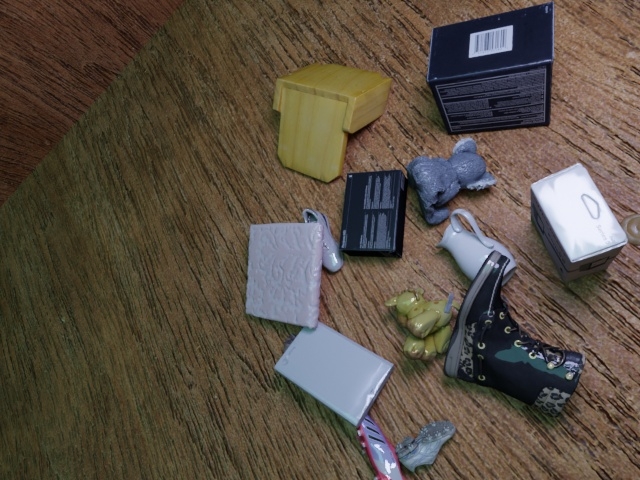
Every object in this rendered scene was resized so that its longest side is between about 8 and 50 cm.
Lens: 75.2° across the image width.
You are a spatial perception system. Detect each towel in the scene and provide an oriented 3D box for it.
[{"bbox_3d":[-0.124,0.107,1.395,0.317,0.053,0.331,2,88,38],"label":"towel"}]

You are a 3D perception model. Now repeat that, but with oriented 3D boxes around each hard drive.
[{"bbox_3d":[0.037,0.385,1.255,0.307,0.040,0.203,25,63,30],"label":"hard drive"}]

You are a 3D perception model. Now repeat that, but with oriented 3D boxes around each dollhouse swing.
[{"bbox_3d":[0.036,-0.435,1.523,0.347,0.305,0.315,25,46,31],"label":"dollhouse swing"}]

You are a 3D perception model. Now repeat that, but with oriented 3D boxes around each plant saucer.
[{"bbox_3d":[0.796,-0.029,1.037,0.083,0.015,0.083,-8,72,25],"label":"plant saucer"}]

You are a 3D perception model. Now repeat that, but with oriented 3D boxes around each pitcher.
[{"bbox_3d":[0.423,0.022,1.125,0.125,0.177,0.207,-33,57,-18],"label":"pitcher"}]

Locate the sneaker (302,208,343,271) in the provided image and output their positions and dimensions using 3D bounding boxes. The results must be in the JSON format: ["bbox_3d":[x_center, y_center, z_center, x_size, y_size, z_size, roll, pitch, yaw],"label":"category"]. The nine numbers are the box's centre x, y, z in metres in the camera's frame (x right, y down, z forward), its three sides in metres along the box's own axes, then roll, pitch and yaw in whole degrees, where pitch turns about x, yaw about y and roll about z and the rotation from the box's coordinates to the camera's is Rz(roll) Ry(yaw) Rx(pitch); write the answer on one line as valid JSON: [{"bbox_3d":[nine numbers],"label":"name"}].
[{"bbox_3d":[0.000,0.000,1.396,0.090,0.095,0.235,-31,65,14],"label":"sneaker"}]

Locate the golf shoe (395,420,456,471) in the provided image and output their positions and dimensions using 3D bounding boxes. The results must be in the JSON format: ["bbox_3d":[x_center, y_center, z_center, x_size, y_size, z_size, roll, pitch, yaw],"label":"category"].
[{"bbox_3d":[0.292,0.551,1.115,0.176,0.069,0.086,-31,97,7],"label":"golf shoe"}]

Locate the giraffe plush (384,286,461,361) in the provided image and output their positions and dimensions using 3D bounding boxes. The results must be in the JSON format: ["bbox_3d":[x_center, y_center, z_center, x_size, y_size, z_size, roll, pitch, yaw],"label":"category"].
[{"bbox_3d":[0.272,0.210,1.169,0.170,0.181,0.210,30,102,52],"label":"giraffe plush"}]

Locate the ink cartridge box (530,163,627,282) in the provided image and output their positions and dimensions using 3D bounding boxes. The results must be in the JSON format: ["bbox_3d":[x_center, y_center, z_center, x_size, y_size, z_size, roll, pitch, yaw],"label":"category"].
[{"bbox_3d":[0.598,-0.029,0.989,0.115,0.273,0.198,-25,65,19],"label":"ink cartridge box"}]

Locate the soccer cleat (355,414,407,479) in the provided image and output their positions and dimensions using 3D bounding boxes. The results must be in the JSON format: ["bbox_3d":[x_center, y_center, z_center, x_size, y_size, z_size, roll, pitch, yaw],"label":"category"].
[{"bbox_3d":[0.166,0.581,1.162,0.095,0.083,0.248,-16,57,-13],"label":"soccer cleat"}]

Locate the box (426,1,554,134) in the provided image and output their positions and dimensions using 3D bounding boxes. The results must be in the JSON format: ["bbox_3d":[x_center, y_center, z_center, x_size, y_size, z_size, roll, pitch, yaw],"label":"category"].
[{"bbox_3d":[0.480,-0.455,1.161,0.296,0.294,0.182,1,74,27],"label":"box"}]

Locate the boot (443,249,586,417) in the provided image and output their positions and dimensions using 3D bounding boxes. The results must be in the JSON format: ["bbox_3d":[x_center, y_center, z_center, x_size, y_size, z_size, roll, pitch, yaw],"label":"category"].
[{"bbox_3d":[0.475,0.231,1.001,0.284,0.138,0.377,22,116,27],"label":"boot"}]

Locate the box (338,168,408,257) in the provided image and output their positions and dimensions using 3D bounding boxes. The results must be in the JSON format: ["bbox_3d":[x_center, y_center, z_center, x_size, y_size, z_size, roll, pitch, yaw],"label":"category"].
[{"bbox_3d":[0.171,-0.083,1.326,0.184,0.103,0.261,2,77,25],"label":"box"}]

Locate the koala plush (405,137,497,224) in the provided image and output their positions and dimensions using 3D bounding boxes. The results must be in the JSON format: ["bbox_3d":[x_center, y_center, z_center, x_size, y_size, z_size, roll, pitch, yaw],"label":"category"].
[{"bbox_3d":[0.381,-0.187,1.211,0.221,0.203,0.196,-20,67,8],"label":"koala plush"}]

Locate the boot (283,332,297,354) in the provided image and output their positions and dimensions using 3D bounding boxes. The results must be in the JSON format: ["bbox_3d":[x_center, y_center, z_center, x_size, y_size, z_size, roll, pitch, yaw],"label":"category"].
[{"bbox_3d":[-0.069,0.358,1.361,0.118,0.042,0.087,19,77,23],"label":"boot"}]
